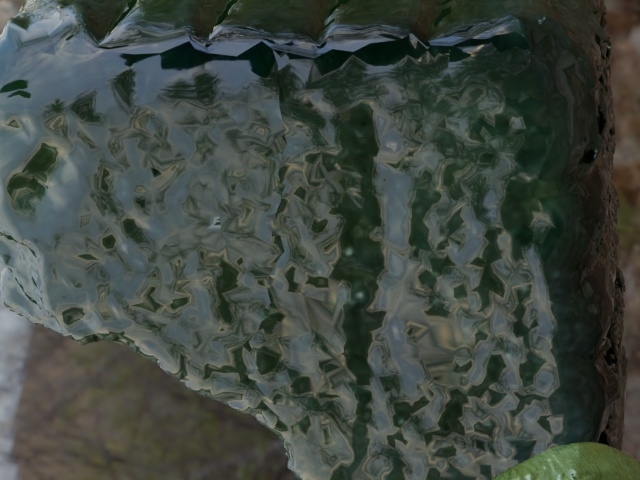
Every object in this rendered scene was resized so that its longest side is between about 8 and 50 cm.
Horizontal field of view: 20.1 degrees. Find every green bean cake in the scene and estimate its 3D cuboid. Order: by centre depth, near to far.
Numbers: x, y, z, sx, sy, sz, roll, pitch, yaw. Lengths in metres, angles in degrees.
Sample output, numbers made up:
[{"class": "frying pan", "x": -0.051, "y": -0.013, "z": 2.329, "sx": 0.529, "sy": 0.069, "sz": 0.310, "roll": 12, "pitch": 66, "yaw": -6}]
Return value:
[{"class": "green bean cake", "x": 0.000, "y": 0.000, "z": 0.926, "sx": 0.169, "sy": 0.308, "sz": 0.300, "roll": -69, "pitch": -24, "yaw": -59}]

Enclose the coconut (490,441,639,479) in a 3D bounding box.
[{"class": "coconut", "x": 0.089, "y": 0.115, "z": 0.651, "sx": 0.096, "sy": 0.088, "sz": 0.088, "roll": -108, "pitch": 38, "yaw": -56}]
